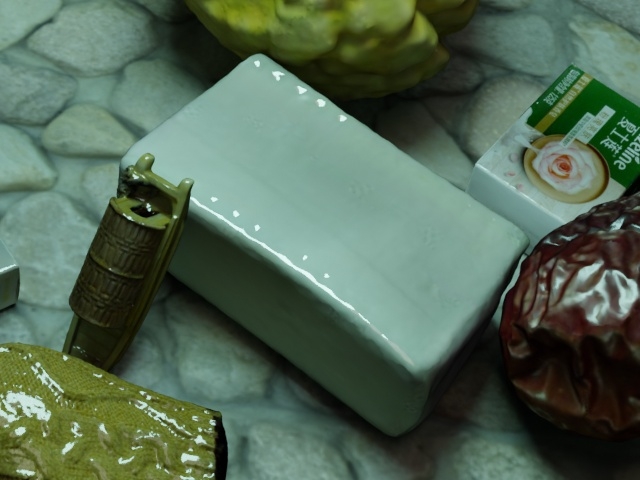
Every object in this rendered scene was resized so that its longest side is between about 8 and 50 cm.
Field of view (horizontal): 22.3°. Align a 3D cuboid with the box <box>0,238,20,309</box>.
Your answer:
[{"bbox_3d":[-0.412,0.031,1.461,0.243,0.067,0.155,-26,64,-27],"label":"box"}]

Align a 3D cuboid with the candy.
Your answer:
[{"bbox_3d":[-0.002,0.003,1.518,0.358,0.145,0.208,35,53,14],"label":"candy"}]

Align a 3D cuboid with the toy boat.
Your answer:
[{"bbox_3d":[-0.179,0.033,1.426,0.068,0.226,0.088,30,19,12],"label":"toy boat"}]

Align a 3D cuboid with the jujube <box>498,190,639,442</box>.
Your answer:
[{"bbox_3d":[0.308,0.046,1.517,0.216,0.216,0.342,34,48,15],"label":"jujube"}]

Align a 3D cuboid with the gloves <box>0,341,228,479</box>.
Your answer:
[{"bbox_3d":[-0.254,0.166,1.336,0.356,0.155,0.203,5,49,-3],"label":"gloves"}]

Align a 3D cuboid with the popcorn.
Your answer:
[{"bbox_3d":[0.005,-0.318,1.657,0.344,0.390,0.354,-7,96,6],"label":"popcorn"}]

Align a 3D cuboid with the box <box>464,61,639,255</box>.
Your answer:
[{"bbox_3d":[0.253,-0.073,1.668,0.135,0.081,0.199,34,57,15],"label":"box"}]
